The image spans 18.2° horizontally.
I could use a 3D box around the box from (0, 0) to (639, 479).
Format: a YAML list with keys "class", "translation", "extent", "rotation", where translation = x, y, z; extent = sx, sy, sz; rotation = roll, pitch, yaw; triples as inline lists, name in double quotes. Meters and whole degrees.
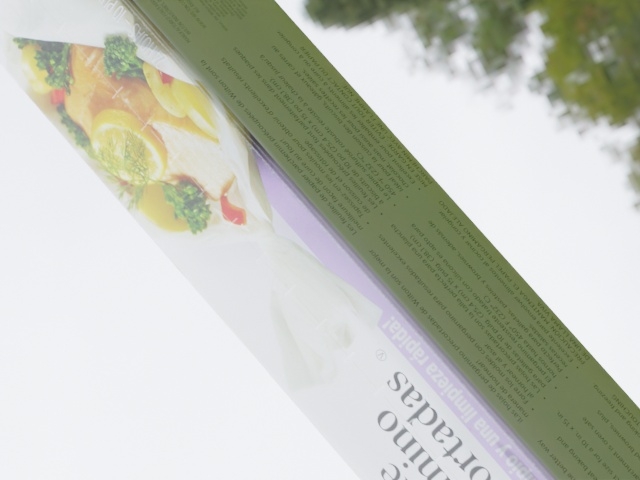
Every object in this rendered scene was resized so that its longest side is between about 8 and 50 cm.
- class: "box"
  translation: [0.000, 0.000, 0.650]
  extent: [0.324, 0.063, 0.067]
  rotation: [48, -142, 6]
